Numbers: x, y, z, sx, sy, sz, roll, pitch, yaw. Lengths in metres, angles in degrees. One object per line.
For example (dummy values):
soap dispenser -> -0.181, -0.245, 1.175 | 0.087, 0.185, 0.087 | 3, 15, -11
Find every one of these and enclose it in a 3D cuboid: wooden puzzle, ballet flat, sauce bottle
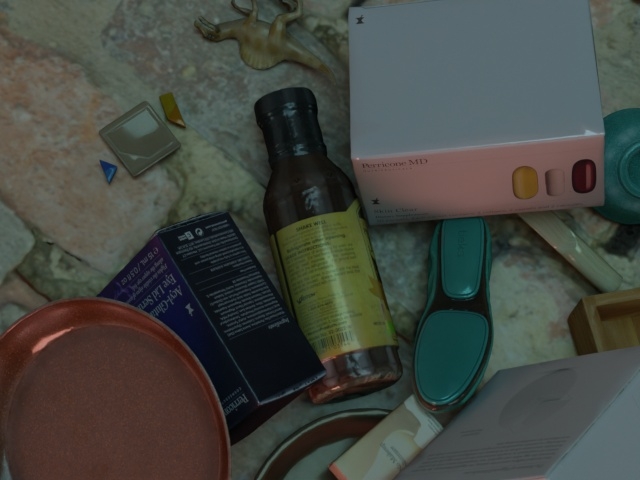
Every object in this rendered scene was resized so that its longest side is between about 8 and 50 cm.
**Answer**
wooden puzzle -> -0.204, -0.115, 1.549 | 0.116, 0.014, 0.078 | -29, 74, -15
ballet flat -> 0.150, 0.086, 1.485 | 0.083, 0.087, 0.247 | 4, 60, 11
sauce bottle -> 0.000, 0.000, 1.486 | 0.111, 0.111, 0.344 | -11, 76, -10

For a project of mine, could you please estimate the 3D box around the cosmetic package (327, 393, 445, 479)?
cosmetic package -> 0.070, 0.219, 1.423 | 0.115, 0.041, 0.060 | -40, 82, -17

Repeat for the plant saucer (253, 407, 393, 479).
plant saucer -> 0.053, 0.316, 1.433 | 0.278, 0.041, 0.278 | 2, 73, -6

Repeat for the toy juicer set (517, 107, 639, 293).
toy juicer set -> 0.378, -0.051, 1.574 | 0.329, 0.089, 0.209 | -27, 99, -2

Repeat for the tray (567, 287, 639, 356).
tray -> 0.422, 0.245, 1.457 | 0.203, 0.076, 0.411 | -9, 67, -10

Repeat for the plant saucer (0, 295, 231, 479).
plant saucer -> -0.219, 0.210, 1.363 | 0.310, 0.050, 0.311 | 0, 90, 22

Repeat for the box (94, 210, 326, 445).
box -> -0.118, 0.100, 1.404 | 0.108, 0.153, 0.207 | -19, 72, -48

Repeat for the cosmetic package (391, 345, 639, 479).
cosmetic package -> 0.224, 0.228, 1.336 | 0.224, 0.224, 0.138 | -36, 102, -39

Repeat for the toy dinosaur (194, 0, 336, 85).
toy dinosaur -> -0.052, -0.241, 1.595 | 0.183, 0.053, 0.093 | 20, 87, 7

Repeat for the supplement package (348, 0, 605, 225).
supplement package -> 0.168, -0.146, 1.480 | 0.262, 0.145, 0.204 | -5, 60, 9
